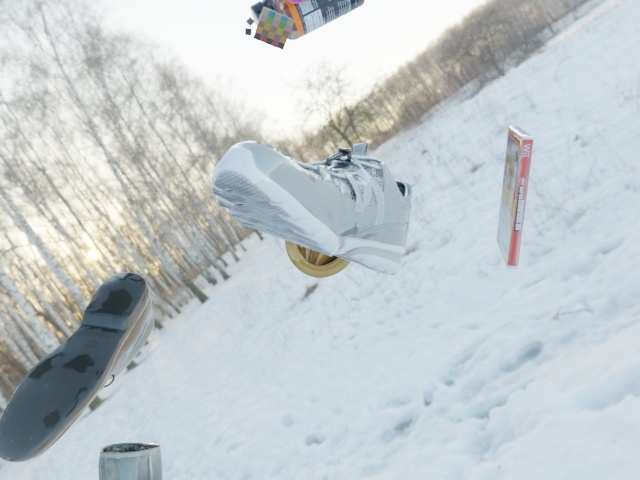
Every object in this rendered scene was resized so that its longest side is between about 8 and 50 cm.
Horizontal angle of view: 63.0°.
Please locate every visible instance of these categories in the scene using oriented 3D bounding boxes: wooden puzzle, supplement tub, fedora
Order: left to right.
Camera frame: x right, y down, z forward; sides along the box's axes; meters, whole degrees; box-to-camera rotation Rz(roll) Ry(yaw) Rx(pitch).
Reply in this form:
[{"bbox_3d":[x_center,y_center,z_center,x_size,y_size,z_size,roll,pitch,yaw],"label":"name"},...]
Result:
[{"bbox_3d":[-0.072,-0.322,0.793,0.006,0.083,0.049,-94,27,-49],"label":"wooden puzzle"},{"bbox_3d":[-0.026,-0.435,0.945,0.198,0.106,0.106,-27,5,-1],"label":"supplement tub"},{"bbox_3d":[0.000,0.000,1.306,0.194,0.194,0.079,-35,-4,-12],"label":"fedora"}]

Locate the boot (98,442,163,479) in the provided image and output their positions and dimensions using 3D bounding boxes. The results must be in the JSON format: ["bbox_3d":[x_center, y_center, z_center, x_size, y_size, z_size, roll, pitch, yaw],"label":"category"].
[{"bbox_3d":[-0.228,0.339,0.585,0.190,0.208,0.076,-21,-9,33],"label":"boot"}]

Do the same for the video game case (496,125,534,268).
[{"bbox_3d":[0.433,-0.103,1.173,0.025,0.285,0.204,3,19,11],"label":"video game case"}]

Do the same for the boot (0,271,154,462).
[{"bbox_3d":[-0.339,0.196,0.776,0.115,0.112,0.305,87,-158,-45],"label":"boot"}]

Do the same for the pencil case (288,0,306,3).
[{"bbox_3d":[-0.049,-0.491,0.828,0.095,0.209,0.098,-22,-13,1],"label":"pencil case"}]

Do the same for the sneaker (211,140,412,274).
[{"bbox_3d":[0.007,-0.047,0.493,0.281,0.105,0.115,20,-91,-60],"label":"sneaker"}]
